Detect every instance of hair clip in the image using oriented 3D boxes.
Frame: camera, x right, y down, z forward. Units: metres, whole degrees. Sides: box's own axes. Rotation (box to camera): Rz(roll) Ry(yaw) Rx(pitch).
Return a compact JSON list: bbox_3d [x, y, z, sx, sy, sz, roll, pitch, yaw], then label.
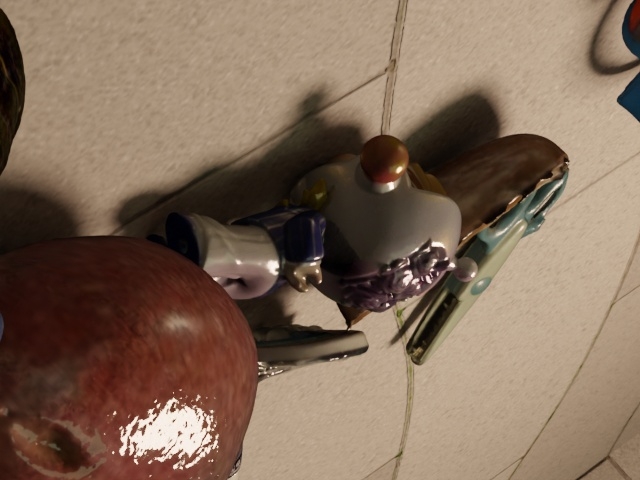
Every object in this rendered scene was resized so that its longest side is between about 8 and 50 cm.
[{"bbox_3d":[-0.036,0.106,1.360,0.140,0.054,0.220,-4,-177,38],"label":"hair clip"}]

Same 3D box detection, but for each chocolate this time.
[{"bbox_3d":[0.106,-0.023,1.387,0.261,0.083,0.161,-36,175,-4],"label":"chocolate"}]

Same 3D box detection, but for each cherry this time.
[{"bbox_3d":[-0.171,0.114,1.010,0.261,0.221,0.307,-51,164,-1],"label":"cherry"}]

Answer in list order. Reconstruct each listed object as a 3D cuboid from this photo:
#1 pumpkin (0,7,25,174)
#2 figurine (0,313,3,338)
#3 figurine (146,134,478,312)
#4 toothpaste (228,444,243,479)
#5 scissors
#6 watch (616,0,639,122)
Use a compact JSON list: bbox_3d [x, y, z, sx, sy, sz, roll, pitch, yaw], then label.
[{"bbox_3d":[-0.210,-0.036,0.753,0.278,0.163,0.111,-13,147,-50],"label":"pumpkin"},{"bbox_3d":[-0.311,0.090,0.851,0.275,0.161,0.158,-40,172,10],"label":"figurine"},{"bbox_3d":[0.002,-0.005,1.199,0.194,0.133,0.274,-35,160,28],"label":"figurine"},{"bbox_3d":[-0.099,0.192,1.523,0.071,0.045,0.193,-38,153,-29],"label":"toothpaste"},{"bbox_3d":[0.170,0.031,1.643,0.138,0.041,0.289,-11,140,-48],"label":"scissors"},{"bbox_3d":[0.431,-0.204,1.431,0.305,0.241,0.274,-42,175,-2],"label":"watch"}]
